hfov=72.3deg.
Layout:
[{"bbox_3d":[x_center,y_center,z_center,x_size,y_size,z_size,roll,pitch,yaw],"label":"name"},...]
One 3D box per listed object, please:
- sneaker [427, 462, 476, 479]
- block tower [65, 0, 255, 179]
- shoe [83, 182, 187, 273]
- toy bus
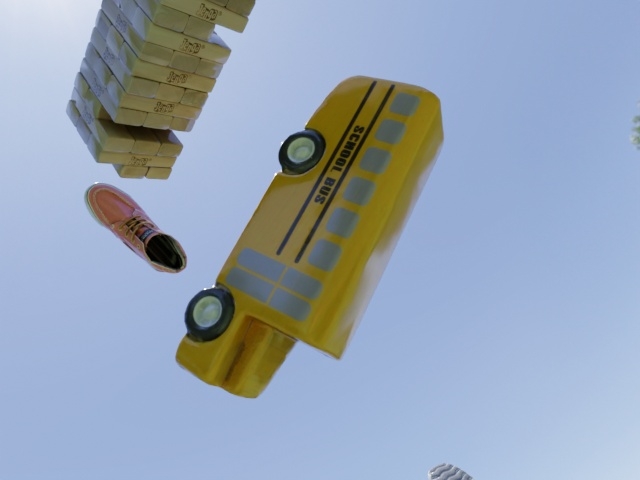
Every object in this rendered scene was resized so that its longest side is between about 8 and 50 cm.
[{"bbox_3d":[0.343,0.583,0.903,0.105,0.281,0.116,-15,-76,-23],"label":"sneaker"},{"bbox_3d":[-0.136,-0.211,0.408,0.090,0.097,0.336,-8,-38,-53],"label":"block tower"},{"bbox_3d":[-0.275,-0.018,0.663,0.063,0.081,0.178,-50,-62,-24],"label":"shoe"},{"bbox_3d":[0.000,0.000,0.442,0.333,0.130,0.108,-62,-25,-14],"label":"toy bus"}]
